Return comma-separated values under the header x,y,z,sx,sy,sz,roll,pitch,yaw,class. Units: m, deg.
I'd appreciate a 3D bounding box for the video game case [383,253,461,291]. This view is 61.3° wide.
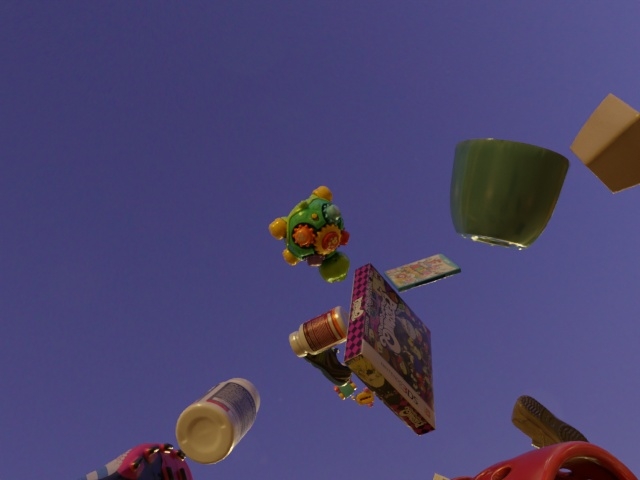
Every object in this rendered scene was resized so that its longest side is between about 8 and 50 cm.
x,y,z,sx,sy,sz,roll,pitch,yaw,class
0.257,0.080,1.378,0.166,0.119,0.015,-17,-71,-6,video game case

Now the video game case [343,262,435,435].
x,y,z,sx,sy,sz,roll,pitch,yaw,class
0.126,0.182,0.943,0.042,0.232,0.210,-30,-65,26,video game case

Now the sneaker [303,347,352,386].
x,y,z,sx,sy,sz,roll,pitch,yaw,class
0.008,0.302,1.423,0.188,0.067,0.078,39,-87,2,sneaker

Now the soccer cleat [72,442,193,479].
x,y,z,sx,sy,sz,roll,pitch,yaw,class
-0.279,0.342,0.689,0.143,0.116,0.331,-26,-16,5,soccer cleat

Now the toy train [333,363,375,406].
x,y,z,sx,sy,sz,roll,pitch,yaw,class
0.120,0.425,1.611,0.167,0.046,0.125,14,-98,-6,toy train

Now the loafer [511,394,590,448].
x,y,z,sx,sy,sz,roll,pitch,yaw,class
0.363,0.307,0.845,0.056,0.148,0.050,-22,-33,-42,loafer

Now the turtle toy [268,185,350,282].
x,y,z,sx,sy,sz,roll,pitch,yaw,class
0.000,0.000,0.687,0.095,0.066,0.130,-39,-47,-17,turtle toy

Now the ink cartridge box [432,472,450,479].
x,y,z,sx,sy,sz,roll,pitch,yaw,class
0.257,0.498,1.058,0.048,0.083,0.028,-63,-24,-23,ink cartridge box

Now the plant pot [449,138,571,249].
x,y,z,sx,sy,sz,roll,pitch,yaw,class
0.473,-0.107,1.411,0.293,0.293,0.235,14,-92,-23,plant pot

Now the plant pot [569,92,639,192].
x,y,z,sx,sy,sz,roll,pitch,yaw,class
0.447,-0.138,0.813,0.109,0.109,0.096,38,-63,-17,plant pot

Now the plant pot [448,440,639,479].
x,y,z,sx,sy,sz,roll,pitch,yaw,class
0.191,0.295,0.481,0.191,0.191,0.174,23,-42,-26,plant pot

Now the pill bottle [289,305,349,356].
x,y,z,sx,sy,sz,roll,pitch,yaw,class
0.002,0.231,1.344,0.152,0.086,0.086,-28,-58,15,pill bottle

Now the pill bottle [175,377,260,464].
x,y,z,sx,sy,sz,roll,pitch,yaw,class
-0.273,0.491,1.512,0.161,0.283,0.161,0,-88,11,pill bottle
